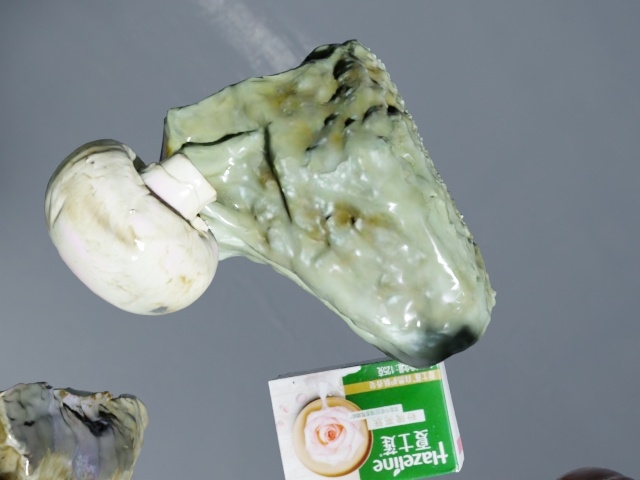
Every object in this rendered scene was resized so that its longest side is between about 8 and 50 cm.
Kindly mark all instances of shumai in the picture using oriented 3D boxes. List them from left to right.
[{"bbox_3d":[0.000,0.000,0.806,0.260,0.222,0.225,60,4,15],"label":"shumai"}]

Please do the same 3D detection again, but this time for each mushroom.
[{"bbox_3d":[-0.078,-0.008,0.452,0.083,0.067,0.083,48,-2,2],"label":"mushroom"}]

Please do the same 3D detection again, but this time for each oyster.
[{"bbox_3d":[-0.291,0.211,1.085,0.341,0.110,0.166,33,58,-52],"label":"oyster"}]

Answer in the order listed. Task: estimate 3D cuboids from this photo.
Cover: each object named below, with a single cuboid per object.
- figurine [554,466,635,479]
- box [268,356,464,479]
[{"bbox_3d":[0.151,0.157,0.576,0.071,0.083,0.067,-14,51,-45],"label":"figurine"},{"bbox_3d":[0.051,0.204,1.183,0.081,0.199,0.135,11,68,-79],"label":"box"}]
